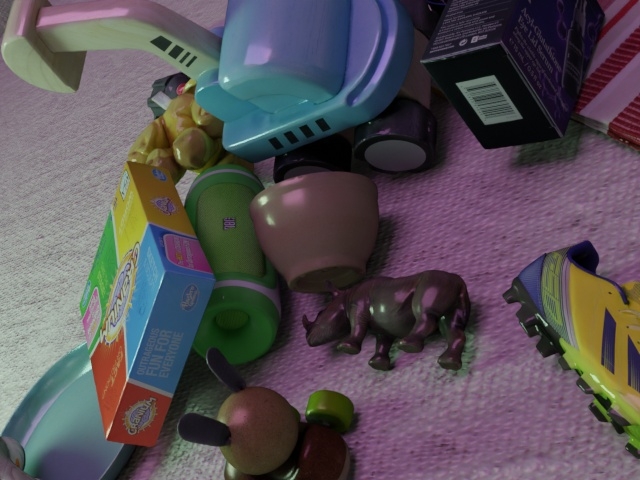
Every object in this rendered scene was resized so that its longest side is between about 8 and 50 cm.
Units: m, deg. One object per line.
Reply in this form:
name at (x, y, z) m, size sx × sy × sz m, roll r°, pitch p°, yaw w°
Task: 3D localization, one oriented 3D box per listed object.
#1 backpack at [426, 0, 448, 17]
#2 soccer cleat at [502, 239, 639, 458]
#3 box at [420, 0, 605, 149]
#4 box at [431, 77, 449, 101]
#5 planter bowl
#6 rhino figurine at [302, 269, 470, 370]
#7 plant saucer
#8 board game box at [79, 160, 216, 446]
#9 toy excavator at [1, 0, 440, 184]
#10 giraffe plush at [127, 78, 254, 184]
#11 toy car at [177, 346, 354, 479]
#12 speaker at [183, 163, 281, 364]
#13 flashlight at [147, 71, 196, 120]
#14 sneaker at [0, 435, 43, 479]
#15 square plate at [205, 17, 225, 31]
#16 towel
backpack at (0.248, -0.340, 1.321) m, size 0.173 × 0.117 × 0.158 m, roll 21°, pitch 71°, yaw 46°
soccer cleat at (0.265, 0.089, 0.860) m, size 0.121 × 0.093 × 0.289 m, roll -36°, pitch 34°, yaw 2°
box at (0.223, -0.232, 1.128) m, size 0.108 × 0.153 × 0.207 m, roll -5°, pitch 50°, yaw 43°
box at (0.185, -0.232, 1.358) m, size 0.081 × 0.028 × 0.136 m, roll -46°, pitch 35°, yaw -1°
planter bowl at (0.000, 0.000, 1.212) m, size 0.162 × 0.162 × 0.109 m, roll -23°, pitch 67°, yaw 31°
rhino figurine at (0.066, 0.085, 1.102) m, size 0.243 × 0.073 × 0.106 m, roll -6°, pitch 53°, yaw 46°
plant saucer at (-0.344, 0.271, 1.379) m, size 0.317 × 0.044 × 0.318 m, roll -28°, pitch 37°, yaw 24°
board game box at (-0.232, 0.070, 1.280) m, size 0.242 × 0.064 × 0.316 m, roll -68°, pitch 27°, yaw 20°
toy excavator at (-0.117, -0.239, 1.281) m, size 0.432 × 0.445 × 0.222 m, roll -15°, pitch 57°, yaw 39°
giraffe plush at (-0.174, -0.130, 1.511) m, size 0.181 × 0.170 × 0.210 m, roll -36°, pitch 35°, yaw 11°
toy car at (-0.073, 0.201, 1.020) m, size 0.148 × 0.188 × 0.155 m, roll -17°, pitch 42°, yaw 36°
speaker at (-0.122, 0.023, 1.326) m, size 0.131 × 0.131 × 0.297 m, roll -33°, pitch 35°, yaw 18°
flashlight at (-0.197, -0.272, 1.759) m, size 0.103 × 0.103 × 0.304 m, roll -33°, pitch 22°, yaw -33°
sneaker at (-0.434, 0.311, 1.285) m, size 0.099 × 0.121 × 0.262 m, roll -54°, pitch 34°, yaw -11°
square plate at (-0.021, -0.374, 1.619) m, size 0.347 × 0.049 × 0.344 m, roll 3°, pitch 31°, yaw 46°
towel at (0.379, -0.213, 1.115) m, size 0.237 × 0.037 × 0.329 m, roll -46°, pitch 33°, yaw -1°
